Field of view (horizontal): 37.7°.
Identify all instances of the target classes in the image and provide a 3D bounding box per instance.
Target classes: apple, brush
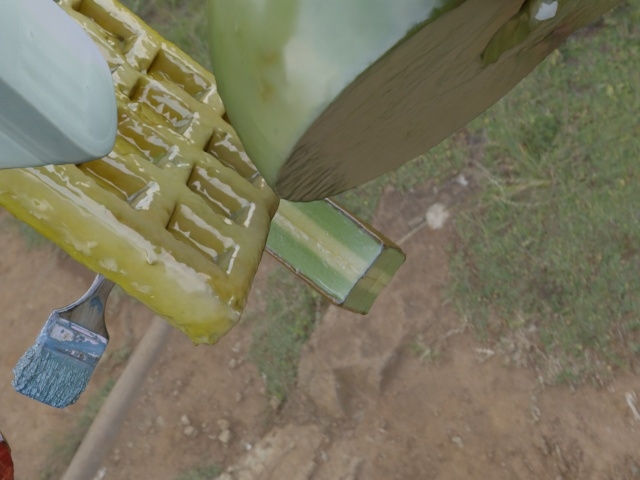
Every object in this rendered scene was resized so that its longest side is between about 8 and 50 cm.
[{"bbox_3d":[0.109,-0.168,0.579,0.320,0.360,0.312,7,97,17],"label":"apple"},{"bbox_3d":[-0.201,0.053,0.829,0.021,0.070,0.196,14,74,49],"label":"brush"}]

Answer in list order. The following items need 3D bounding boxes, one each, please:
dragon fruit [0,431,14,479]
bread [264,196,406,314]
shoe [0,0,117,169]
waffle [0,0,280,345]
[{"bbox_3d":[-0.329,0.224,0.843,0.097,0.131,0.063,-43,88,-3],"label":"dragon fruit"},{"bbox_3d":[-0.004,-0.003,0.832,0.139,0.084,0.074,35,92,19],"label":"bread"},{"bbox_3d":[-0.197,-0.102,0.405,0.110,0.265,0.095,-12,59,18],"label":"shoe"},{"bbox_3d":[-0.127,-0.067,0.667,0.055,0.221,0.248,-45,17,30],"label":"waffle"}]
